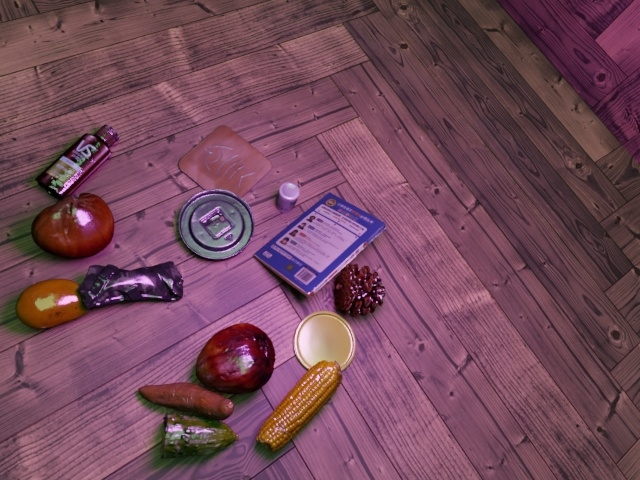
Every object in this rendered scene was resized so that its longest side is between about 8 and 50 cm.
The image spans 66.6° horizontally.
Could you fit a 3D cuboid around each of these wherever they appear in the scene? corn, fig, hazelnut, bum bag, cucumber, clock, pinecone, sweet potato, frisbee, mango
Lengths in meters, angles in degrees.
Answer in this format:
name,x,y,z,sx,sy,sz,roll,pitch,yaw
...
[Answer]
name,x,y,z,sx,sy,sz,roll,pitch,yaw
corn,-0.063,0.540,1.616,0.363,0.120,0.120,-42,83,-21
fig,-0.272,0.391,1.579,0.263,0.224,0.224,-15,72,-20
hazelnut,-0.821,-0.048,1.621,0.251,0.217,0.217,-17,72,-21
bum bag,-0.629,0.144,1.639,0.340,0.095,0.144,-3,64,-31
cucumber,-0.371,0.606,1.511,0.244,0.134,0.134,9,65,-20
clock,-0.384,-0.056,1.815,0.280,0.055,0.281,5,69,-12
pinecone,0.146,0.184,1.789,0.207,0.208,0.208,6,66,-13
sweet potato,-0.407,0.495,1.534,0.341,0.114,0.092,5,78,20
frisbee,0.016,0.370,1.767,0.235,0.017,0.236,6,66,-13
mango,-0.847,0.195,1.558,0.221,0.120,0.152,-19,81,-29

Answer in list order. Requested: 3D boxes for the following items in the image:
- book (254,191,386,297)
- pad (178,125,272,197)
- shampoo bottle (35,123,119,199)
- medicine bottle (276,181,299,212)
name,x,y,z,sx,sy,sz,roll,pitch,yaw
book,0.000,0.000,1.840,0.300,0.039,0.428,33,60,32
pad,-0.378,-0.303,1.951,0.284,0.018,0.286,39,63,3
shampoo bottle,-0.871,-0.294,1.781,0.129,0.084,0.323,35,63,-1
medicine bottle,-0.130,-0.164,1.895,0.080,0.130,0.080,5,66,-11
